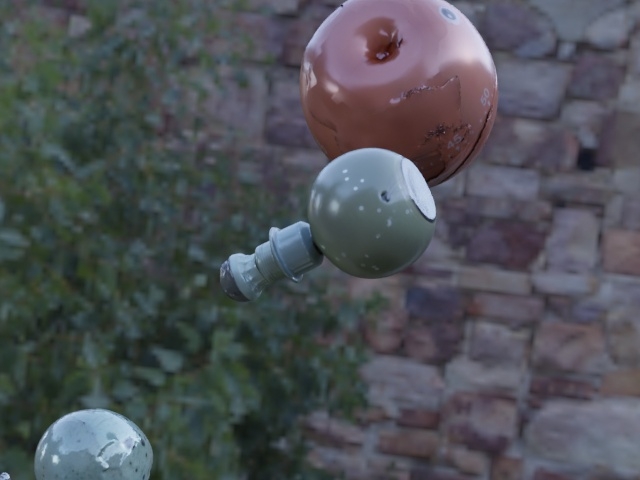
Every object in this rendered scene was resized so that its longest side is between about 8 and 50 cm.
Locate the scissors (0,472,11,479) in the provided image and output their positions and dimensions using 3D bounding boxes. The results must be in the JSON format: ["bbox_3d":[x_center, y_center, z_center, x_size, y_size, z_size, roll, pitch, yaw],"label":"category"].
[{"bbox_3d":[-0.302,0.343,1.734,0.021,0.212,0.110,-8,22,31],"label":"scissors"}]

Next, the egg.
[{"bbox_3d":[-0.260,0.260,1.878,0.131,0.131,0.164,7,8,34],"label":"egg"}]

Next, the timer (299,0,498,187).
[{"bbox_3d":[0.091,-0.173,1.841,0.230,0.229,0.215,7,-19,23],"label":"timer"}]

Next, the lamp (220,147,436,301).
[{"bbox_3d":[0.000,0.000,1.117,0.163,0.091,0.091,-28,-11,19],"label":"lamp"}]
